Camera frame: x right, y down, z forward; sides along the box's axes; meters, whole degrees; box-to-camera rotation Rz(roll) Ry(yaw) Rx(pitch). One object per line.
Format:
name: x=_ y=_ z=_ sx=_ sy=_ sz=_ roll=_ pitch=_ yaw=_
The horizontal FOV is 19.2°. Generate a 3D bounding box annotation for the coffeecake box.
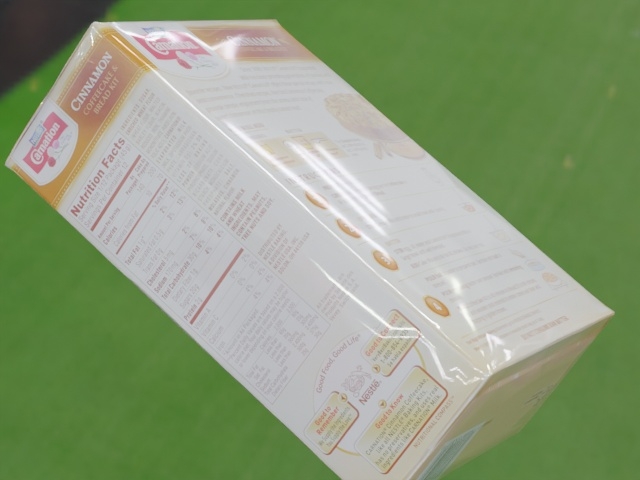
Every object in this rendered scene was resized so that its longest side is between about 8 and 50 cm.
coffeecake box: x=0.000 y=0.000 z=0.698 sx=0.185 sy=0.068 sz=0.142 roll=42 pitch=22 yaw=15
